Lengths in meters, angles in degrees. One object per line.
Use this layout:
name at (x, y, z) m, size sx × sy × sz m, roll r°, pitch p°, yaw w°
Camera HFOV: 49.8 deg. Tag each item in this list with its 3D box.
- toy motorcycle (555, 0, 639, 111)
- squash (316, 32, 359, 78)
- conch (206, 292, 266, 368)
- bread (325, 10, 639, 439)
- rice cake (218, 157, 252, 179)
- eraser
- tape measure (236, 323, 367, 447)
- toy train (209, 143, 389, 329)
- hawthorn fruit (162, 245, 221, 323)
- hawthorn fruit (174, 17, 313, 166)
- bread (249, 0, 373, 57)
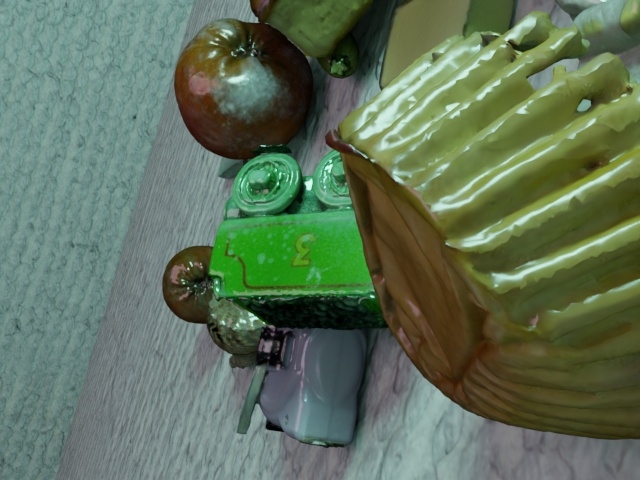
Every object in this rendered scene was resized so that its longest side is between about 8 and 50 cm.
toy motorcycle at (0.229, -0.118, 0.419) m, size 0.340 × 0.108 × 0.222 m, roll -99°, pitch 29°, yaw -41°
squash at (0.019, -0.299, 1.054) m, size 0.066 × 0.066 × 0.252 m, roll -63°, pitch 26°, yaw 26°
conch at (-0.110, 0.124, 1.084) m, size 0.155 × 0.130 × 0.207 m, roll -51°, pitch -22°, yaw -40°
bread at (0.114, 0.009, 0.416) m, size 0.149 × 0.274 × 0.274 m, roll -30°, pitch 25°, yaw -7°
rice cake at (-0.161, -0.227, 1.456) m, size 0.198 × 0.037 × 0.189 m, roll 6°, pitch 82°, yaw 67°
eraser at (0.135, -0.229, 0.756) m, size 0.172 × 0.058 × 0.117 m, roll -10°, pitch 66°, yaw 65°
tape measure at (-0.023, 0.146, 0.829) m, size 0.178 × 0.105 × 0.195 m, roll -29°, pitch 52°, yaw 60°
toy train at (0.000, 0.000, 0.741) m, size 0.243 × 0.132 × 0.188 m, roll -2°, pitch 64°, yaw 26°
hawthorn fruit at (-0.218, 0.094, 1.275) m, size 0.189 × 0.149 × 0.149 m, roll 99°, pitch 173°, yaw -60°
hawthorn fruit at (-0.138, -0.255, 1.177) m, size 0.263 × 0.231 × 0.234 m, roll -14°, pitch 52°, yaw 59°
bread at (0.016, -0.453, 0.989) m, size 0.323 × 0.143 × 0.333 m, roll -50°, pitch 30°, yaw 15°
